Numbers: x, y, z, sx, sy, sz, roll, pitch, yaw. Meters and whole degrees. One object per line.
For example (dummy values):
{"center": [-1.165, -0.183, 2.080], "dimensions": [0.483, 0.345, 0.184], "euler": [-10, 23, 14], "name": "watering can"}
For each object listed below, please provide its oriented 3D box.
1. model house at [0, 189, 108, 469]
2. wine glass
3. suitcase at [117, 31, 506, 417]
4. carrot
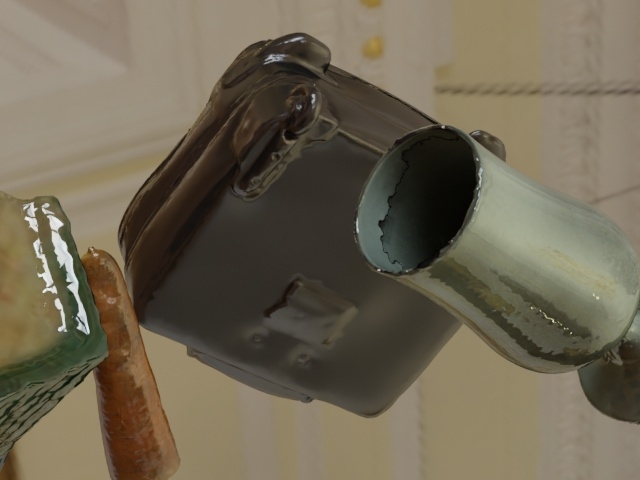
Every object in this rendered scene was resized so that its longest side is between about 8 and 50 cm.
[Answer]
{"center": [-0.332, 0.090, 1.227], "dimensions": [0.343, 0.334, 0.382], "euler": [32, -45, -15], "name": "model house"}
{"center": [0.123, 0.021, 0.986], "dimensions": [0.103, 0.231, 0.103], "euler": [-24, -127, 36], "name": "wine glass"}
{"center": [0.000, 0.000, 1.749], "dimensions": [0.339, 0.345, 0.188], "euler": [-53, -147, 20], "name": "suitcase"}
{"center": [-0.160, 0.098, 1.392], "dimensions": [0.061, 0.061, 0.209], "euler": [30, -44, 52], "name": "carrot"}
